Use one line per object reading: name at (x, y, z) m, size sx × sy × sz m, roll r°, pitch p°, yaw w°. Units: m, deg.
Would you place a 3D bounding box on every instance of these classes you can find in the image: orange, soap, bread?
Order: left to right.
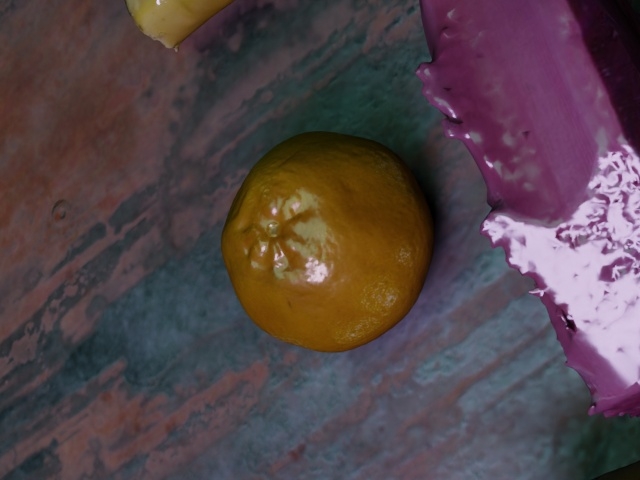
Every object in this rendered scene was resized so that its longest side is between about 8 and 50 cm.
bread at (-0.089, -0.244, 1.162) m, size 0.173 × 0.085 × 0.134 m, roll -31°, pitch 63°, yaw 27°
orange at (0.000, 0.000, 1.030) m, size 0.159 × 0.136 × 0.159 m, roll -4°, pitch 83°, yaw 33°
soap at (0.164, -0.057, 0.888) m, size 0.127 × 0.220 × 0.324 m, roll -29°, pitch 66°, yaw 17°

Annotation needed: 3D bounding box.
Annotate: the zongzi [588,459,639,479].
zongzi at (0.180, 0.157, 0.792) m, size 0.260 × 0.289 × 0.123 m, roll -45°, pitch 48°, yaw 20°
